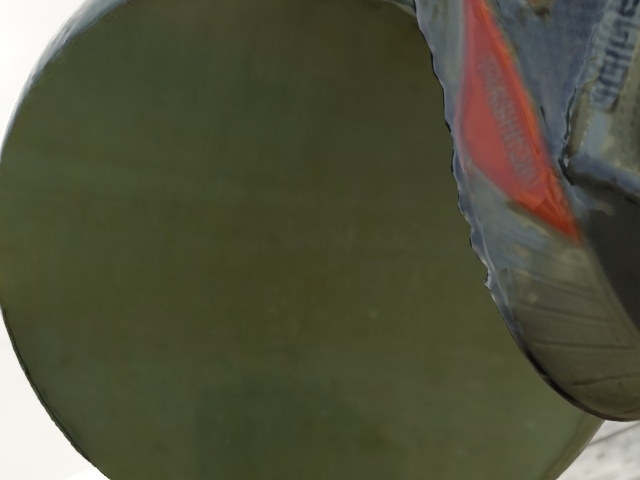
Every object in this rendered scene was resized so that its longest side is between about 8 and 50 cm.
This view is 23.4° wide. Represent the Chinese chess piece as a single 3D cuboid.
[{"bbox_3d":[0.000,0.000,0.822,0.349,0.349,0.146,-26,11,23],"label":"Chinese chess piece"}]

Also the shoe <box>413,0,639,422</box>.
[{"bbox_3d":[0.116,-0.117,0.496,0.132,0.336,0.171,-8,-8,-44],"label":"shoe"}]
